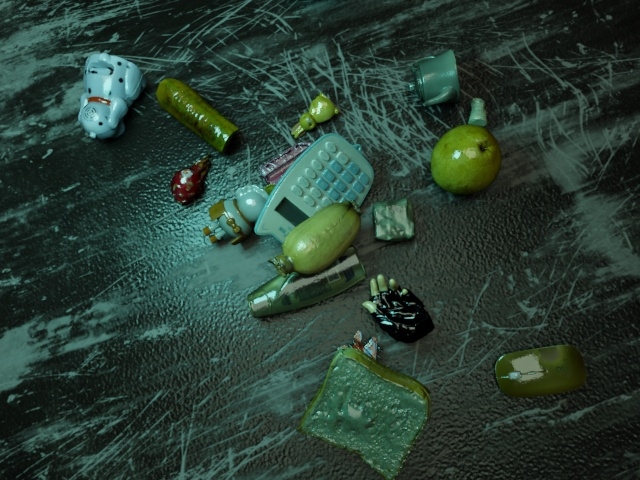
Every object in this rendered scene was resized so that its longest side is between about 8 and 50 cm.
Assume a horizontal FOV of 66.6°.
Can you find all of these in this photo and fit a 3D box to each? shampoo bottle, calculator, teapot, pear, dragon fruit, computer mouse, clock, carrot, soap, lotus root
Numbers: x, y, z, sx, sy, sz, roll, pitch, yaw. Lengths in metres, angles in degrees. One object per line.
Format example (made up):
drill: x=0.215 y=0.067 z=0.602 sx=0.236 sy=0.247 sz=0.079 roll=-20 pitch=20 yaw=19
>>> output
shampoo bottle: x=-0.044 y=0.128 z=1.424 sx=0.350 sy=0.084 sz=0.125 roll=-23 pitch=90 yaw=-2
calculator: x=-0.007 y=-0.128 z=1.422 sx=0.256 sy=0.054 sz=0.386 roll=39 pitch=92 yaw=-30
teapot: x=0.346 y=-0.499 z=1.522 sx=0.149 sy=0.162 sz=0.239 roll=-11 pitch=52 yaw=12
teapot: x=0.497 y=-0.402 z=1.532 sx=0.067 sy=0.057 sz=0.083 roll=15 pitch=72 yaw=-32
pear: x=0.426 y=-0.239 z=1.423 sx=0.209 sy=0.209 sz=0.208 roll=-1 pitch=78 yaw=3
dragon fruit: x=-0.403 y=-0.204 z=1.519 sx=0.094 sy=0.094 sz=0.190 roll=24 pitch=75 yaw=8
computer mouse: x=0.614 y=0.363 z=1.354 sx=0.245 sy=0.056 sz=0.125 roll=-8 pitch=77 yaw=3
clock: x=-0.671 y=-0.430 z=1.536 sx=0.189 sy=0.189 sz=0.254 roll=7 pitch=77 yaw=5
carrot: x=-0.388 y=-0.398 z=1.546 sx=0.302 sy=0.114 sz=0.114 roll=40 pitch=82 yaw=8
soap: x=-0.042 y=-0.213 z=1.493 sx=0.250 sy=0.099 sz=0.162 roll=-33 pitch=78 yaw=-4
lotus root: x=0.000 y=0.001 z=1.357 sx=0.303 sy=0.146 sz=0.131 roll=-39 pitch=122 yaw=-14

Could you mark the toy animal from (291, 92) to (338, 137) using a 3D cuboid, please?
toy animal: x=-0.025 y=-0.384 z=1.549 sx=0.159 sy=0.070 sz=0.083 roll=-42 pitch=80 yaw=-1

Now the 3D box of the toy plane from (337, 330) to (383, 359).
toy plane: x=0.140 y=0.353 z=1.379 sx=0.130 sy=0.061 sz=0.189 roll=-40 pitch=83 yaw=-6

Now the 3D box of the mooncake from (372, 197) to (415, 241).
mooncake: x=0.218 y=-0.059 z=1.458 sx=0.125 sy=0.073 sz=0.130 roll=-3 pitch=79 yaw=-1

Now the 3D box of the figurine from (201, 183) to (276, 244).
figurine: x=-0.229 y=-0.078 z=1.435 sx=0.271 sy=0.143 sz=0.143 roll=-25 pitch=76 yaw=25

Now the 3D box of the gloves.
gloves: x=0.210 y=0.188 z=1.385 sx=0.164 sy=0.124 sz=0.203 roll=-18 pitch=54 yaw=-23

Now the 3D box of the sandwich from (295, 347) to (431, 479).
sandwich: x=0.127 y=0.457 z=1.308 sx=0.301 sy=0.099 sz=0.271 roll=26 pitch=100 yaw=8
